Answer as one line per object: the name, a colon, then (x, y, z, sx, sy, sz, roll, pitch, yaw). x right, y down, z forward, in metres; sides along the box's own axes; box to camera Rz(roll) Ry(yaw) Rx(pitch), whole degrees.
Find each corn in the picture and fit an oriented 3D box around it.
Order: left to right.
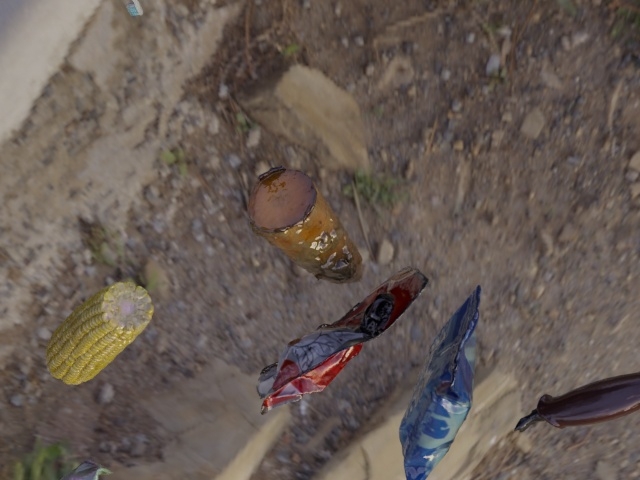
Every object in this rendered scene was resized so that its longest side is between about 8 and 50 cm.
corn: (-0.326, 0.135, 1.788, 0.093, 0.244, 0.093, 17, 55, -27)

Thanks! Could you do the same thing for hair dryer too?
hair dryer: (0.417, 0.255, 1.657, 0.341, 0.123, 0.312, -24, 64, 33)

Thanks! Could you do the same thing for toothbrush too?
toothbrush: (-0.260, -0.331, 1.534, 0.022, 0.204, 0.017, -14, 71, 7)

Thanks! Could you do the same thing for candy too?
candy: (0.166, 0.223, 1.731, 0.077, 0.331, 0.187, 18, 48, 0)

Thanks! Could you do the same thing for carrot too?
carrot: (0.000, 0.000, 1.593, 0.102, 0.263, 0.101, -11, 62, 21)

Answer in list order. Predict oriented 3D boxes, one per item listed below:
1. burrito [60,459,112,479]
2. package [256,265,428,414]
burrito: (-0.306, 0.431, 1.730, 0.089, 0.144, 0.228, -19, 70, -31)
package: (0.025, 0.128, 1.589, 0.269, 0.194, 0.071, -34, 106, -2)
